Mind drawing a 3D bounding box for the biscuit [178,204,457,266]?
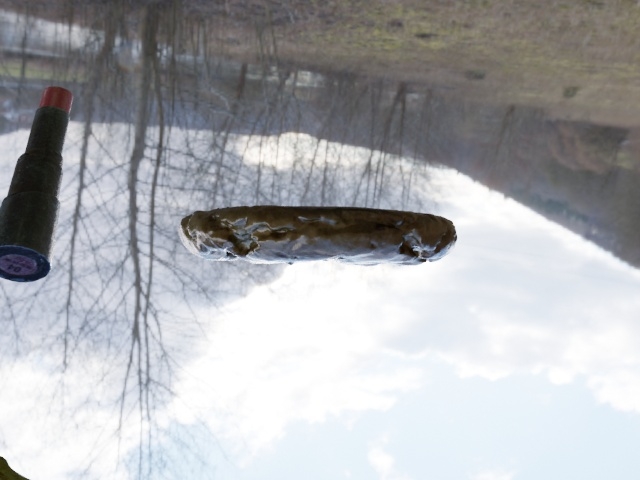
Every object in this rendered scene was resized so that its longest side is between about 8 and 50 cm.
[{"bbox_3d":[0.000,0.000,0.492,0.226,0.042,0.226,0,177,0],"label":"biscuit"}]

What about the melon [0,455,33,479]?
[{"bbox_3d":[-0.403,0.297,0.524,0.331,0.226,0.343,44,-163,9],"label":"melon"}]

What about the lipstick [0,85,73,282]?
[{"bbox_3d":[-0.269,-0.069,0.589,0.054,0.053,0.234,3,-130,-11],"label":"lipstick"}]
